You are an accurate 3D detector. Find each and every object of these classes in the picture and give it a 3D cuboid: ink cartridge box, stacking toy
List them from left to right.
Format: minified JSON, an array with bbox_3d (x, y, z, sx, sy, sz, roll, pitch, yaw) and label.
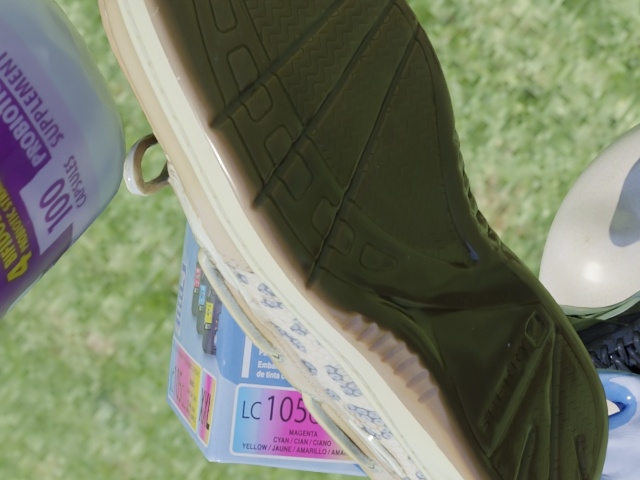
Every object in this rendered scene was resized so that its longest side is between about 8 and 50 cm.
[{"bbox_3d":[-0.024,-0.026,1.550,0.151,0.395,0.270,7,-176,-14],"label":"ink cartridge box"},{"bbox_3d":[0.455,0.066,1.791,0.350,0.350,0.480,25,-173,31],"label":"stacking toy"}]

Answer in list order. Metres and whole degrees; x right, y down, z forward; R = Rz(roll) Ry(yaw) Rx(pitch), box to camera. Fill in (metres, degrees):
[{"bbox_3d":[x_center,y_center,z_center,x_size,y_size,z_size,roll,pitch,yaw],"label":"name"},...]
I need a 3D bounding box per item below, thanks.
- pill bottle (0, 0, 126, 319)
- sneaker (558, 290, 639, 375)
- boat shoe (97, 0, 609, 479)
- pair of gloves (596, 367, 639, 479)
[{"bbox_3d":[-0.220,0.023,0.627,0.169,0.301,0.169,31,153,18],"label":"pill bottle"},{"bbox_3d":[0.229,0.107,1.476,0.217,0.121,0.079,-11,123,46],"label":"sneaker"},{"bbox_3d":[0.000,0.000,0.617,0.089,0.104,0.285,-1,130,43],"label":"boat shoe"},{"bbox_3d":[0.170,0.152,0.936,0.023,0.159,0.198,-120,18,-72],"label":"pair of gloves"}]
